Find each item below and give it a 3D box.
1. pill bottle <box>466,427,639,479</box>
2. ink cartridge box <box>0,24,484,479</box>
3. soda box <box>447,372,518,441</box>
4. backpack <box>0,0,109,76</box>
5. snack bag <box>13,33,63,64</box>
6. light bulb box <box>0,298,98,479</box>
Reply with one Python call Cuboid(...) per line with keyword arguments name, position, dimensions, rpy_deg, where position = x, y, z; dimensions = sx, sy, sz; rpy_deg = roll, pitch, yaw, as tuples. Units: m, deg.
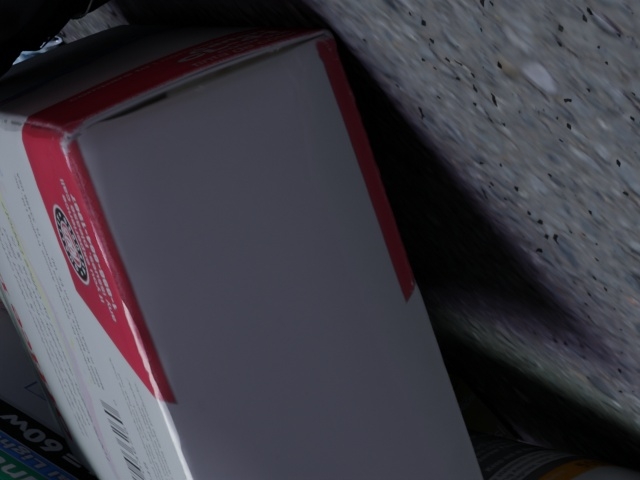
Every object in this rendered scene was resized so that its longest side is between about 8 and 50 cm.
Cuboid(name="pill bottle", position=(0.046, 0.173, 0.969), dimensions=(0.278, 0.162, 0.162), rpy_deg=(9, 147, 45))
Cuboid(name="ink cartridge box", position=(-0.068, 0.018, 0.886), dimensions=(0.306, 0.131, 0.226), rpy_deg=(21, 133, 68))
Cuboid(name="soda box", position=(0.052, 0.113, 1.153), dimensions=(0.061, 0.058, 0.181), rpy_deg=(48, 168, -15))
Cuboid(name="backpack", position=(-0.162, -0.133, 0.847), dimensions=(0.115, 0.152, 0.182), rpy_deg=(52, 180, -5))
Cuboid(name="snack bag", position=(-0.270, -0.181, 1.287), dimensions=(0.323, 0.037, 0.342), rpy_deg=(36, 166, 39))
Cuboid(name="light bulb box", position=(-0.248, 0.257, 1.158), dimensions=(0.225, 0.358, 0.361), rpy_deg=(29, -169, 8))
